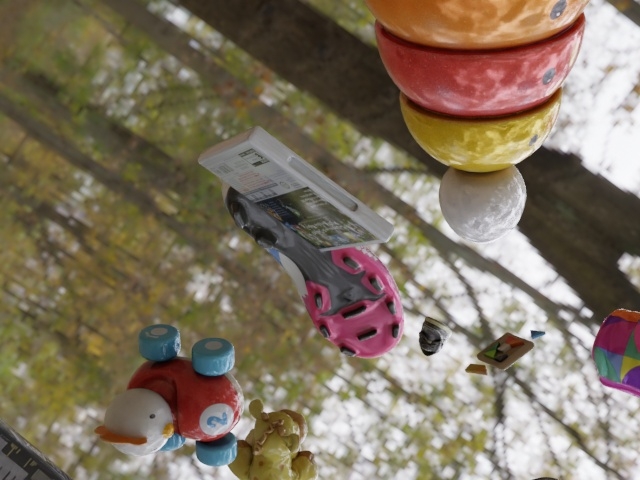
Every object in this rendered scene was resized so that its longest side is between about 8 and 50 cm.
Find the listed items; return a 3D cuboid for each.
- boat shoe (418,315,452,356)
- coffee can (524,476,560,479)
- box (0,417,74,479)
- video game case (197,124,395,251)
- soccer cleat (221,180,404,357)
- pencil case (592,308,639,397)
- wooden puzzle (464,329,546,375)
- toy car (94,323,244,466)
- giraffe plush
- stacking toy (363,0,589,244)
[{"bbox_3d":[0.205,0.179,2.433,0.049,0.056,0.152,-58,163,-12],"label":"boat shoe"},{"bbox_3d":[0.354,0.567,2.589,0.275,0.201,0.201,-22,-144,56],"label":"coffee can"},{"bbox_3d":[-0.435,0.392,1.655,0.307,0.242,0.076,-49,-157,-11],"label":"box"},{"bbox_3d":[-0.029,-0.049,1.368,0.022,0.173,0.190,-57,-165,-14],"label":"video game case"},{"bbox_3d":[0.000,0.000,1.603,0.116,0.331,0.143,-27,-145,16],"label":"soccer cleat"},{"bbox_3d":[0.420,0.150,1.492,0.236,0.104,0.104,18,-109,38],"label":"pencil case"},{"bbox_3d":[0.274,0.164,1.998,0.116,0.014,0.078,-37,-157,-21],"label":"wooden puzzle"},{"bbox_3d":[-0.266,0.295,2.235,0.238,0.210,0.219,-37,133,-53],"label":"toy car"},{"bbox_3d":[-0.089,0.386,2.529,0.210,0.181,0.170,-57,163,-59],"label":"giraffe plush"},{"bbox_3d":[0.210,-0.214,1.730,0.351,0.350,0.480,-82,167,-58],"label":"stacking toy"}]
